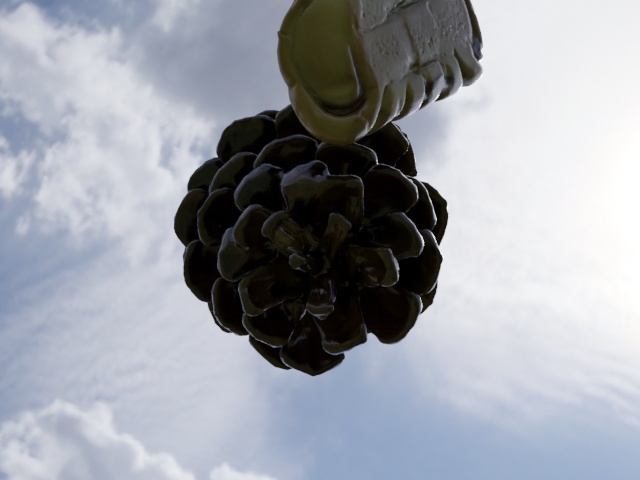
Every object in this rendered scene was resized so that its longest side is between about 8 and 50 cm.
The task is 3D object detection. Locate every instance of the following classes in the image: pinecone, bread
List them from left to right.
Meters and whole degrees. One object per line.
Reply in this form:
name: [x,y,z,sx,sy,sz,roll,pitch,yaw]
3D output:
pinecone: [0.000,0.000,0.998,0.244,0.309,0.244,-3,-70,-8]
bread: [0.047,-0.160,0.912,0.081,0.225,0.134,-6,-76,42]
